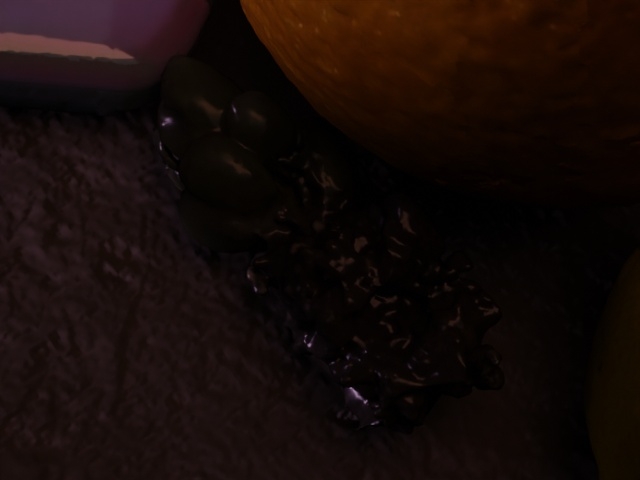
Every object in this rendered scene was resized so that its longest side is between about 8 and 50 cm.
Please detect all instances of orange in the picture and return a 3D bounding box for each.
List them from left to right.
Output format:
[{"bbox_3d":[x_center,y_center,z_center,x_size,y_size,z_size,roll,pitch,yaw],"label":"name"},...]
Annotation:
[{"bbox_3d":[0.088,-0.144,0.697,0.274,0.274,0.274,7,64,-14],"label":"orange"}]

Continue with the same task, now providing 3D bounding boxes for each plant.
[{"bbox_3d":[0.000,0.000,0.717,0.174,0.085,0.087,45,37,12],"label":"plant"}]

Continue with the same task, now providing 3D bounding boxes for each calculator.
[{"bbox_3d":[-0.161,-0.119,0.737,0.246,0.045,0.141,5,64,-14],"label":"calculator"}]

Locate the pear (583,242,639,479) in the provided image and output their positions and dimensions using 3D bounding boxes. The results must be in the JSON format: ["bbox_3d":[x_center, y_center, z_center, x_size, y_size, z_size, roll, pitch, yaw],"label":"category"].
[{"bbox_3d":[0.195,0.054,0.680,0.200,0.200,0.200,7,64,-14],"label":"pear"}]
